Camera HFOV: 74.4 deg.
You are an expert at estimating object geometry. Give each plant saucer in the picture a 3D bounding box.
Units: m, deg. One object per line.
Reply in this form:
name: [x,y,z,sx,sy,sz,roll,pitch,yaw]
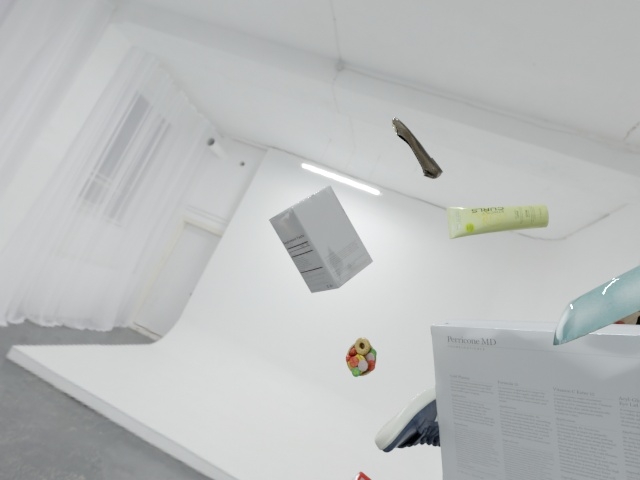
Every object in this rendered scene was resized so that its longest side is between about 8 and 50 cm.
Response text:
plant saucer: [0.348,0.060,0.484,0.037,0.195,0.195,62,5,22]

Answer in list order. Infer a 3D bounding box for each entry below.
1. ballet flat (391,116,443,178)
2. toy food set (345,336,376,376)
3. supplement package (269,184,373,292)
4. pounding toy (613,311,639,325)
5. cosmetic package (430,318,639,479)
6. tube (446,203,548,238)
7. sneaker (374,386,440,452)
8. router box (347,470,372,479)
ballet flat: [0.306,-0.300,1.385,0.249,0.058,0.084,54,18,9]
toy food set: [0.096,0.278,0.994,0.020,0.083,0.082,30,21,-51]
supplement package: [0.000,0.000,1.392,0.175,0.178,0.292,-20,-79,57]
pounding toy: [0.795,0.211,1.094,0.154,0.270,0.155,50,22,-11]
cosmetic package: [0.373,0.273,0.654,0.377,0.284,0.097,-6,-2,40]
tube: [0.455,-0.054,1.095,0.240,0.070,0.062,-3,-61,14]
sneaker: [0.266,0.400,0.907,0.350,0.131,0.148,-6,49,-43]
router box: [0.138,0.735,1.019,0.301,0.082,0.335,37,-44,11]
